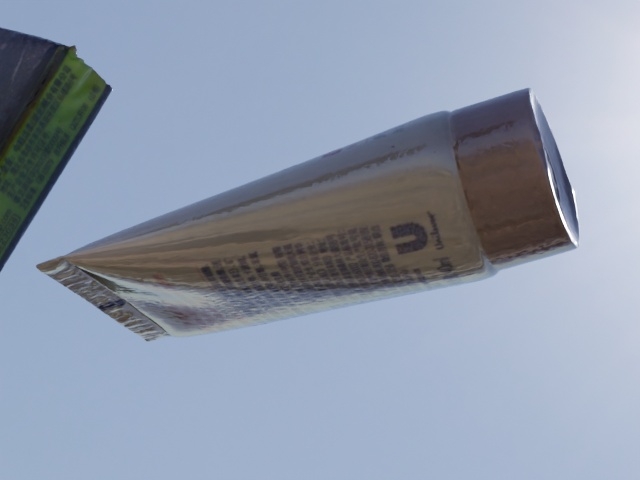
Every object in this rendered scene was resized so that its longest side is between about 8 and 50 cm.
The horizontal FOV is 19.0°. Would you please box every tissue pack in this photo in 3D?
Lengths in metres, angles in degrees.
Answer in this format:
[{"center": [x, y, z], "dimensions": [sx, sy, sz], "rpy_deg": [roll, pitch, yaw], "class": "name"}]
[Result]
[{"center": [-0.279, -0.048, 1.414], "dimensions": [0.173, 0.235, 0.073], "rpy_deg": [16, -20, 41], "class": "tissue pack"}]

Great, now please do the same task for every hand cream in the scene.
[{"center": [0.000, 0.000, 0.944], "dimensions": [0.248, 0.083, 0.133], "rpy_deg": [-15, -25, 12], "class": "hand cream"}]
